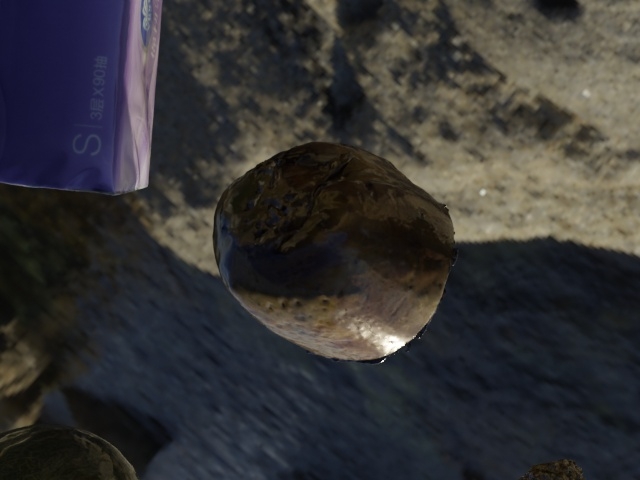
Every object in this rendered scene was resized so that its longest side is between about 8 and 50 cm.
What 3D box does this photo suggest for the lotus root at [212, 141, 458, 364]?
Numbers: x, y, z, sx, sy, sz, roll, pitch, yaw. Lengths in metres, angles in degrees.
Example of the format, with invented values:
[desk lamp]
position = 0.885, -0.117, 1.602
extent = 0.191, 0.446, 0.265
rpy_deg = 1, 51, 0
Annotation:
[lotus root]
position = 0.000, 0.000, 1.459
extent = 0.272, 0.272, 0.192
rpy_deg = 16, 170, 42

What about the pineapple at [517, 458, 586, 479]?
[pineapple]
position = 0.177, 0.216, 0.887
extent = 0.058, 0.058, 0.124
rpy_deg = 97, 155, -62

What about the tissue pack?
[tissue pack]
position = -0.264, -0.220, 1.123
extent = 0.242, 0.338, 0.160
rpy_deg = 5, -173, 2

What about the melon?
[melon]
position = -0.338, 0.341, 1.449
extent = 0.249, 0.329, 0.248
rpy_deg = 8, 106, 29
